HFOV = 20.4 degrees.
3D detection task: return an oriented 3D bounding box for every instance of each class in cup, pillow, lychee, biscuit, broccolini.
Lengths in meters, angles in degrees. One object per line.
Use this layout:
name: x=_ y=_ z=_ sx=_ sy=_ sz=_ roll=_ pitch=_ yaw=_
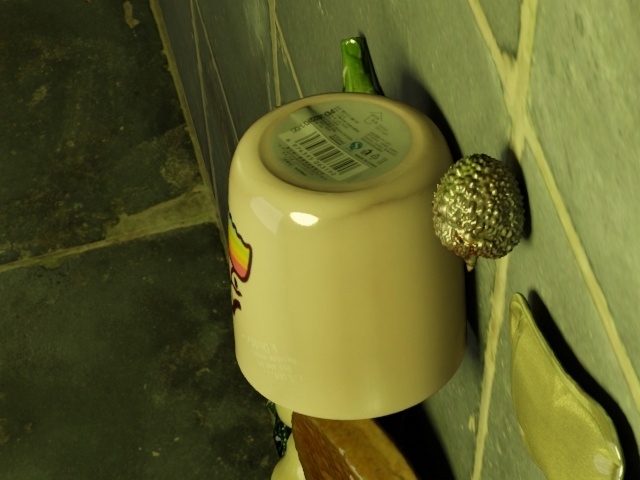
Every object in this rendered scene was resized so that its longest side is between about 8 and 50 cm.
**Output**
cup: x=0.016 y=-0.014 z=1.426 sx=0.253 sy=0.191 sz=0.200 roll=-103 pitch=7 yaw=-52
pillow: x=0.158 y=0.126 z=1.157 sx=0.217 sy=0.033 sz=0.130 roll=-117 pitch=19 yaw=-65
lychee: x=0.104 y=-0.019 z=1.188 sx=0.067 sy=0.068 sz=0.083 roll=32 pitch=123 yaw=38
biscuit: x=0.089 y=0.328 z=1.803 sx=0.350 sy=0.070 sz=0.394 roll=50 pitch=161 yaw=40
broccolini: x=0.045 y=-0.089 z=1.611 sx=0.068 sy=0.091 sz=0.203 roll=38 pitch=-133 yaw=-49

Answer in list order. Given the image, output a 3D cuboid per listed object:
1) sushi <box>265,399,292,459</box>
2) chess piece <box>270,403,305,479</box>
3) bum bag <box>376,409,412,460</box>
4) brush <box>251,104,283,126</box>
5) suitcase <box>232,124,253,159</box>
sushi: x=0.004 y=0.234 z=2.199 sx=0.124 sy=0.127 sz=0.225 roll=-112 pitch=13 yaw=-55
chess piece: x=0.014 y=0.198 z=2.036 sx=0.167 sy=0.167 sz=0.300 roll=-121 pitch=25 yaw=-68
bum bag: x=0.062 y=0.187 z=1.888 sx=0.102 sy=0.069 sz=0.248 roll=47 pitch=155 yaw=43
brush: x=-0.034 y=-0.017 z=2.301 sx=0.070 sy=0.065 sz=0.327 roll=114 pitch=141 yaw=-74
suitcase: x=0.000 y=0.000 z=1.730 sx=0.235 sy=0.143 sz=0.194 roll=98 pitch=157 yaw=-69
